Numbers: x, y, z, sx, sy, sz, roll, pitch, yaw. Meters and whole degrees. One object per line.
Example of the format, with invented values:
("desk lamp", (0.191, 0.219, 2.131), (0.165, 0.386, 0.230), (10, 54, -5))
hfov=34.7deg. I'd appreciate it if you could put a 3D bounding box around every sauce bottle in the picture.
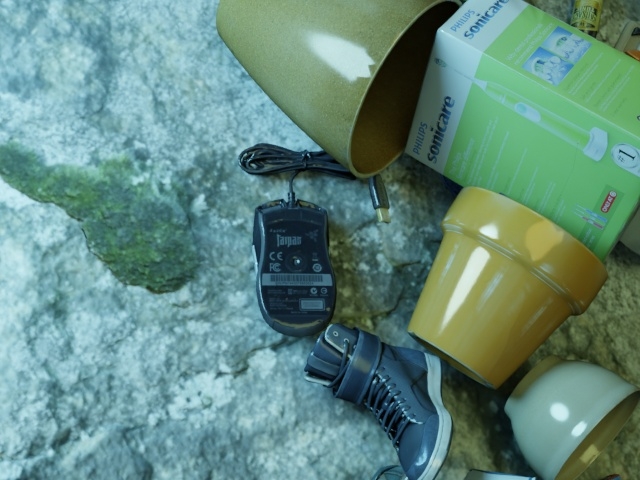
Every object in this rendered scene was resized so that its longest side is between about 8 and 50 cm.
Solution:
("sauce bottle", (0.376, -0.301, 1.457), (0.042, 0.042, 0.128), (17, 69, -11))

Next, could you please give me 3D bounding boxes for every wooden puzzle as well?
("wooden puzzle", (0.469, -0.280, 1.493), (0.079, 0.014, 0.116), (26, 70, -7))

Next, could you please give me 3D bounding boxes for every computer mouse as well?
("computer mouse", (0.000, 0.000, 1.258), (0.184, 0.060, 0.262), (-4, 64, -13))

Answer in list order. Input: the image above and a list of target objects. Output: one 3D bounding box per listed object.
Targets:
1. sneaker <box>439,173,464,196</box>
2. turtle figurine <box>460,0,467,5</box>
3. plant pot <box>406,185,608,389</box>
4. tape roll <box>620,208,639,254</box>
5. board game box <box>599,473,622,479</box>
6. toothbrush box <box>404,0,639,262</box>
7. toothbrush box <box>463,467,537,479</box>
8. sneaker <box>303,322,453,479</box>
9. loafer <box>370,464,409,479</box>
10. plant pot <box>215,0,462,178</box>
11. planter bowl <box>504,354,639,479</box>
("sneaker", (0.269, -0.074, 1.349), (0.232, 0.081, 0.090), (25, 55, -7))
("turtle figurine", (0.222, -0.329, 1.301), (0.275, 0.198, 0.266), (-32, 113, 13))
("plant pot", (0.208, 0.068, 1.234), (0.205, 0.205, 0.188), (34, 84, -4))
("tape roll", (0.477, -0.112, 1.330), (0.246, 0.169, 0.246), (14, 62, -29))
("board game box", (0.363, 0.445, 1.248), (0.145, 0.027, 0.281), (-20, 81, -18))
("toothbrush box", (0.261, -0.134, 1.197), (0.283, 0.206, 0.122), (31, 55, 15))
("toothbrush box", (0.236, 0.425, 1.106), (0.295, 0.126, 0.216), (43, 68, -14))
("sneaker", (0.060, 0.180, 1.157), (0.163, 0.226, 0.086), (23, 113, -10))
("loafer", (0.086, 0.387, 1.154), (0.096, 0.084, 0.267), (7, 73, -14))
("plant pot", (0.006, -0.241, 1.246), (0.254, 0.237, 0.237), (34, 67, 19))
("planter bowl", (0.293, 0.208, 1.239), (0.162, 0.162, 0.109), (-37, 61, -22))
